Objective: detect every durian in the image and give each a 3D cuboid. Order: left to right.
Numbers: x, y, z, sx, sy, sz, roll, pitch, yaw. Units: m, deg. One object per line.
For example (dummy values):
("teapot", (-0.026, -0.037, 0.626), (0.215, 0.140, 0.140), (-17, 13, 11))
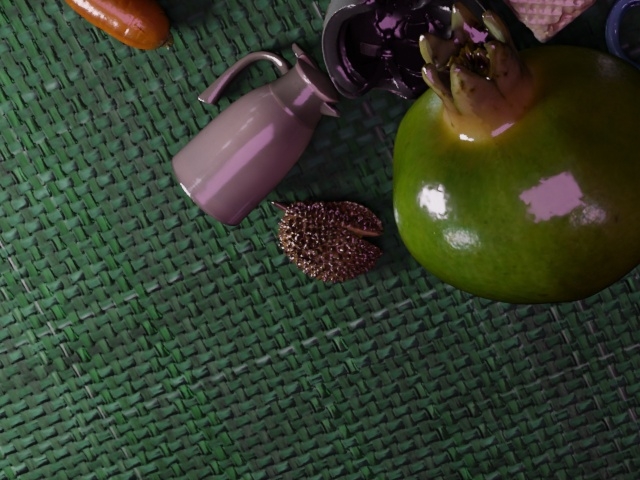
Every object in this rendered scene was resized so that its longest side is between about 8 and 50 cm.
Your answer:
("durian", (0.001, -0.002, 1.830), (0.140, 0.071, 0.110), (29, 114, 0))

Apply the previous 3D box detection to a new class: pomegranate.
("pomegranate", (0.203, -0.066, 1.646), (0.309, 0.216, 0.358), (-11, 142, 25))

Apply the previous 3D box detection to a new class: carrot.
("carrot", (-0.268, -0.295, 1.749), (0.271, 0.062, 0.066), (40, 145, -6))

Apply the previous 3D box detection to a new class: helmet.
("helmet", (0.085, -0.233, 1.696), (0.176, 0.107, 0.153), (-2, 136, -11))

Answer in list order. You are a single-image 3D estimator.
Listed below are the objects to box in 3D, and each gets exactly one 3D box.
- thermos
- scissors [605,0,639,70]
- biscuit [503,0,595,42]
("thermos", (-0.072, -0.129, 1.775), (0.193, 0.105, 0.137), (-44, 70, 18))
("scissors", (0.411, -0.117, 1.740), (0.180, 0.032, 0.393), (-4, 113, 17))
("biscuit", (0.135, -0.396, 1.635), (0.144, 0.078, 0.426), (-38, 103, 21))
